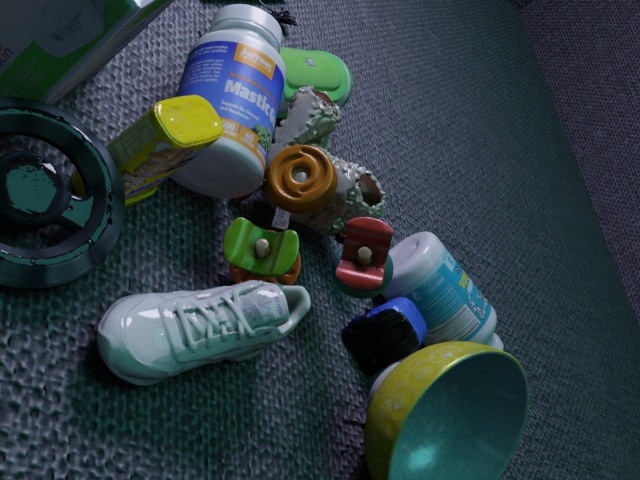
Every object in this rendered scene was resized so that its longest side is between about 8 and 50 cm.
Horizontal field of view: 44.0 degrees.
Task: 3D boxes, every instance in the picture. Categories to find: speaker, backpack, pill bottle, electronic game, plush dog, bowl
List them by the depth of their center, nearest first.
[{"bbox_3d":[-0.329,-0.055,0.884,0.229,0.048,0.229,15,63,-32],"label":"electronic game"},{"bbox_3d":[-0.135,-0.213,1.176,0.152,0.152,0.271,32,57,-37],"label":"pill bottle"},{"bbox_3d":[0.163,0.269,1.204,0.290,0.289,0.156,26,0,-42],"label":"bowl"},{"bbox_3d":[0.112,0.146,1.303,0.098,0.120,0.101,55,31,-5],"label":"backpack"},{"bbox_3d":[-0.010,-0.084,1.307,0.262,0.211,0.225,64,11,26],"label":"plush dog"},{"bbox_3d":[-0.059,-0.288,1.434,0.297,0.131,0.131,-14,75,-58],"label":"speaker"},{"bbox_3d":[0.225,0.122,1.458,0.264,0.146,0.146,50,32,-15],"label":"pill bottle"}]

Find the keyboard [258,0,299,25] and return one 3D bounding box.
[{"bbox_3d":[-0.148,-0.503,1.586,0.201,0.033,0.317,54,32,4],"label":"keyboard"}]

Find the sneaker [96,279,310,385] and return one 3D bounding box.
[{"bbox_3d":[-0.135,0.092,0.973,0.305,0.152,0.114,-5,70,-55],"label":"sneaker"}]

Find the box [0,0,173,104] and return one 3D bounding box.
[{"bbox_3d":[-0.293,-0.290,0.974,0.126,0.262,0.231,49,32,-16],"label":"box"}]

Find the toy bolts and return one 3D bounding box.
[{"bbox_3d":[0.000,0.000,1.137,0.229,0.158,0.218,18,72,7],"label":"toy bolts"}]

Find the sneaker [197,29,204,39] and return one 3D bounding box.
[{"bbox_3d":[-0.189,-0.351,1.387,0.069,0.038,0.098,31,40,-39],"label":"sneaker"}]

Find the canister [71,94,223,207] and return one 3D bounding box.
[{"bbox_3d":[-0.219,-0.111,1.011,0.073,0.170,0.126,58,31,0],"label":"canister"}]
